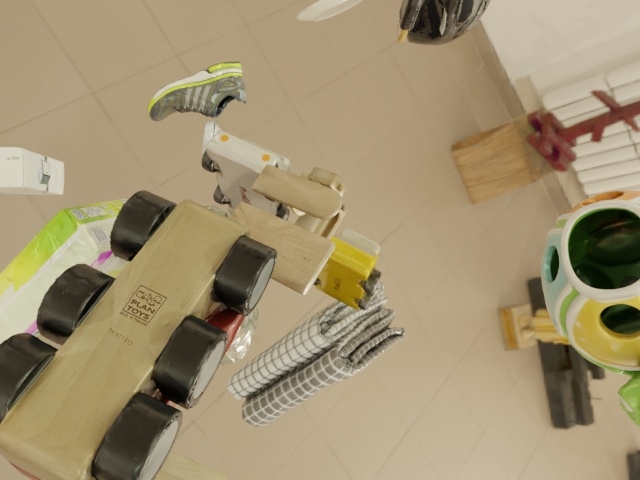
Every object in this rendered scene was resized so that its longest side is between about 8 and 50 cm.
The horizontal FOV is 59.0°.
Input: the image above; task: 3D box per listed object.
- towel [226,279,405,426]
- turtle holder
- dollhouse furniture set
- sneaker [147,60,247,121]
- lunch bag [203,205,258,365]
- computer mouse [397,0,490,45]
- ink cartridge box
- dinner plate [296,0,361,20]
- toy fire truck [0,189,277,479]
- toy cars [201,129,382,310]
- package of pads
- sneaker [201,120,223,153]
[{"bbox_3d":[0.004,0.203,1.009,0.121,0.235,0.284,56,29,9],"label":"towel"},{"bbox_3d":[0.419,0.079,0.794,0.227,0.243,0.320,32,79,-47],"label":"turtle holder"},{"bbox_3d":[0.000,0.000,0.620,0.144,0.123,0.151,-58,147,-12],"label":"dollhouse furniture set"},{"bbox_3d":[-0.339,-0.386,1.559,0.111,0.300,0.121,-30,99,-74],"label":"sneaker"},{"bbox_3d":[-0.250,0.110,1.212,0.213,0.305,0.256,-16,57,1],"label":"lunch bag"},{"bbox_3d":[0.135,-0.243,0.567,0.060,0.262,0.184,39,74,1],"label":"computer mouse"},{"bbox_3d":[-0.641,-0.141,1.174,0.140,0.191,0.082,0,92,-2],"label":"ink cartridge box"},{"bbox_3d":[0.029,-0.378,0.904,0.141,0.141,0.017,-33,105,-37],"label":"dinner plate"},{"bbox_3d":[-0.122,0.121,0.466,0.159,0.246,0.217,24,53,5],"label":"toy fire truck"},{"bbox_3d":[-0.017,-0.026,0.774,0.394,0.176,0.087,44,66,-37],"label":"toy cars"},{"bbox_3d":[-0.440,0.058,0.972,0.101,0.296,0.229,49,12,-2],"label":"package of pads"},{"bbox_3d":[-0.278,-0.278,1.589,0.091,0.258,0.094,8,93,-4],"label":"sneaker"}]
